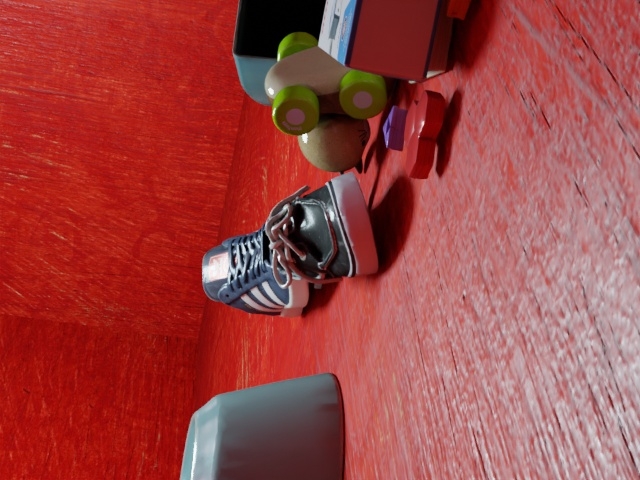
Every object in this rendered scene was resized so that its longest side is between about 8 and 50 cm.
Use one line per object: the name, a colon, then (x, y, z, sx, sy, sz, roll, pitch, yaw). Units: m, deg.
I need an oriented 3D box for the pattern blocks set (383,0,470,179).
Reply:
pattern blocks set: (0.109, -0.240, 1.153, 0.285, 0.026, 0.324, -110, 29, -71)

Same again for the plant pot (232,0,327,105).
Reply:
plant pot: (-0.025, -0.270, 1.623, 0.234, 0.166, 0.165, 100, 176, -75)

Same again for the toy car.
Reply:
toy car: (0.030, -0.132, 1.370, 0.155, 0.149, 0.188, -88, -19, -53)

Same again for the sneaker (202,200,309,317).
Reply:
sneaker: (-0.090, 0.035, 1.651, 0.350, 0.148, 0.131, 103, 171, -71)

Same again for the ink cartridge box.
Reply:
ink cartridge box: (0.058, -0.232, 1.123, 0.190, 0.082, 0.139, -121, 40, -74)

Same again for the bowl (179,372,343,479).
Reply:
bowl: (-0.083, 0.303, 1.437, 0.311, 0.163, 0.311, -172, 90, -80)

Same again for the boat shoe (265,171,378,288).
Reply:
boat shoe: (-0.009, -0.005, 1.337, 0.306, 0.105, 0.113, 173, 83, -81)

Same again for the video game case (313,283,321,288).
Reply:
video game case: (0.000, 0.000, 1.672, 0.122, 0.011, 0.087, -98, 18, -62)
